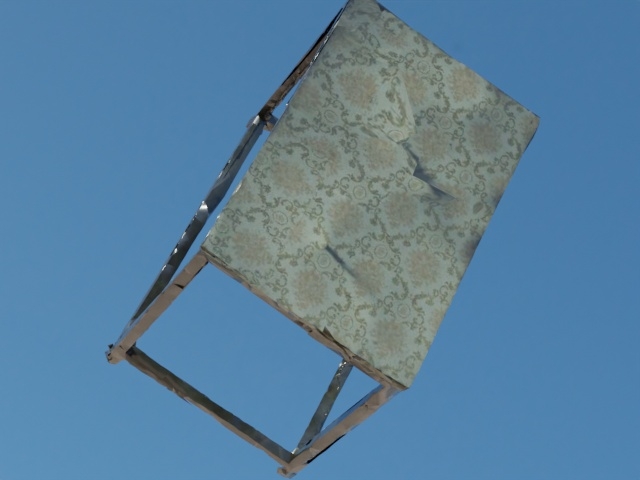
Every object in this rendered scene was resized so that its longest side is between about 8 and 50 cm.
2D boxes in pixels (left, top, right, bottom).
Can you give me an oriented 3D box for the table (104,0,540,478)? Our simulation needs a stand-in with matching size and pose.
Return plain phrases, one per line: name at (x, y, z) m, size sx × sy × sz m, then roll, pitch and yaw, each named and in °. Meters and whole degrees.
table at (0.000, 0.000, 1.797) m, size 0.222 × 0.335 × 0.272 m, roll 34°, pitch -34°, yaw -6°
